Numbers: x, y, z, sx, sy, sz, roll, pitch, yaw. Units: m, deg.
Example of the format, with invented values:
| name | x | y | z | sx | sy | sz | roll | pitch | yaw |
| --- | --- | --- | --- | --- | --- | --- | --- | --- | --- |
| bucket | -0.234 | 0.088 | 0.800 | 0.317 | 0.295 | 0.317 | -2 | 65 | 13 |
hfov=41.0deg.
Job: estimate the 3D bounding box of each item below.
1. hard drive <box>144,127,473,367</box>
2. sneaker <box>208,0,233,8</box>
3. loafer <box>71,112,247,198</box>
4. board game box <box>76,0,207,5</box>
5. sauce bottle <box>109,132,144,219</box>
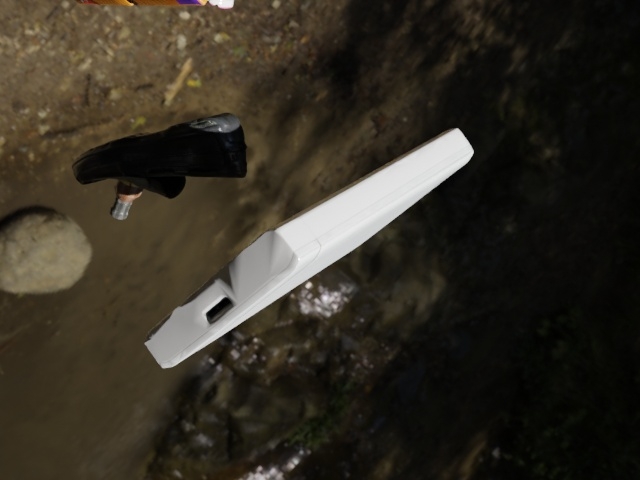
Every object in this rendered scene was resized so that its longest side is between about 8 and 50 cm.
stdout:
| name | x | y | z | sx | sy | sz | roll | pitch | yaw |
| --- | --- | --- | --- | --- | --- | --- | --- | --- | --- |
| hard drive | 0.000 | 0.000 | 0.907 | 0.233 | 0.047 | 0.353 | -39 | 176 | 39 |
| sneaker | -0.226 | -0.560 | 1.600 | 0.111 | 0.252 | 0.103 | -43 | -178 | 27 |
| loafer | -0.181 | -0.083 | 0.945 | 0.076 | 0.223 | 0.078 | -30 | 109 | -62 |
| board game box | -0.263 | -0.532 | 1.009 | 0.356 | 0.356 | 0.356 | 36 | 79 | -39 |
| sauce bottle | -0.263 | -0.088 | 1.191 | 0.042 | 0.042 | 0.128 | -15 | 141 | -56 |
